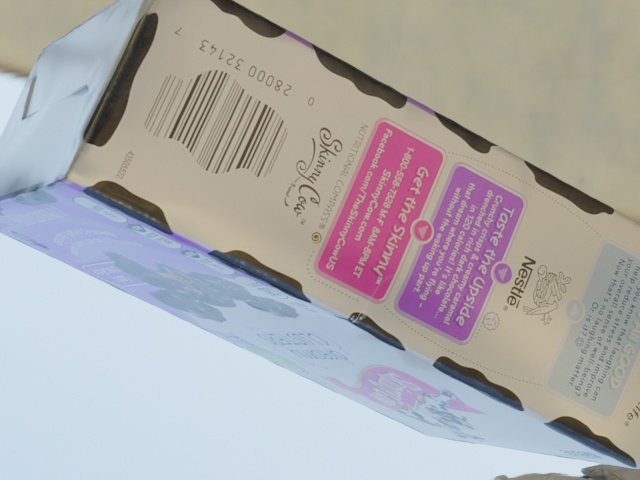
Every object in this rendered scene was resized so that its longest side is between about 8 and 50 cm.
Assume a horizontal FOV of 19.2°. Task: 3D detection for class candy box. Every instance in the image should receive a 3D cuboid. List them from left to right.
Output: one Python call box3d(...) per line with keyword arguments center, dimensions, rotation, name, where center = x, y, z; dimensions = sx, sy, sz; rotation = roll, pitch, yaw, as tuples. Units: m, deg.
box3d(center=(0.000, 0.000, 0.613), dimensions=(0.196, 0.070, 0.165), rotation=(27, 169, -17), name="candy box")

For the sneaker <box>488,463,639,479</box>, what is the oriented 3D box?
box3d(center=(0.259, 0.186, 1.354), dimensions=(0.366, 0.210, 0.137), rotation=(26, -153, -54), name="sneaker")
